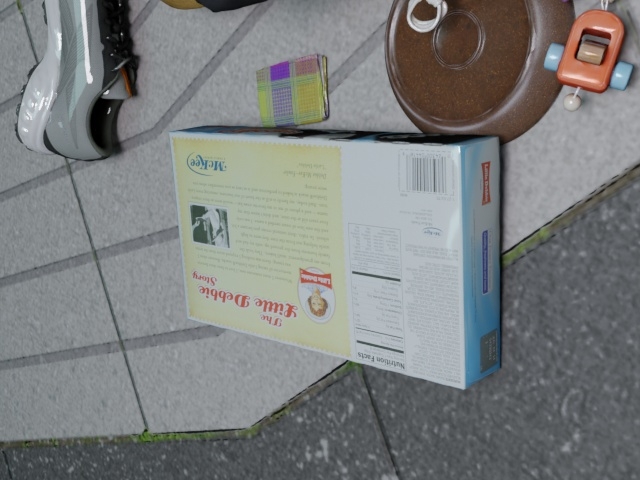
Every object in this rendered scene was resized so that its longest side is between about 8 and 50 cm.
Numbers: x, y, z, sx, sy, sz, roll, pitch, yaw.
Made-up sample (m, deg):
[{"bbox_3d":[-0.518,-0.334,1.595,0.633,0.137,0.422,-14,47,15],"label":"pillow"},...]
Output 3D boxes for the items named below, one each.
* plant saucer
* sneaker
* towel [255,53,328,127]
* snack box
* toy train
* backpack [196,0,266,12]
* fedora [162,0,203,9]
[{"bbox_3d":[0.110,-0.153,0.682,0.168,0.029,0.168,5,98,41],"label":"plant saucer"},{"bbox_3d":[-0.238,-0.213,0.948,0.108,0.100,0.271,19,106,13],"label":"sneaker"},{"bbox_3d":[-0.025,-0.134,0.815,0.083,0.009,0.060,-3,94,42],"label":"towel"},{"bbox_3d":[0.000,0.000,0.765,0.322,0.060,0.187,9,108,40],"label":"snack box"},{"bbox_3d":[0.142,-0.168,0.606,0.166,0.046,0.125,24,96,16],"label":"toy train"},{"bbox_3d":[-0.040,-0.399,0.634,0.290,0.273,0.356,-22,65,8],"label":"backpack"},{"bbox_3d":[-0.095,-0.299,0.809,0.194,0.079,0.194,3,94,45],"label":"fedora"}]
